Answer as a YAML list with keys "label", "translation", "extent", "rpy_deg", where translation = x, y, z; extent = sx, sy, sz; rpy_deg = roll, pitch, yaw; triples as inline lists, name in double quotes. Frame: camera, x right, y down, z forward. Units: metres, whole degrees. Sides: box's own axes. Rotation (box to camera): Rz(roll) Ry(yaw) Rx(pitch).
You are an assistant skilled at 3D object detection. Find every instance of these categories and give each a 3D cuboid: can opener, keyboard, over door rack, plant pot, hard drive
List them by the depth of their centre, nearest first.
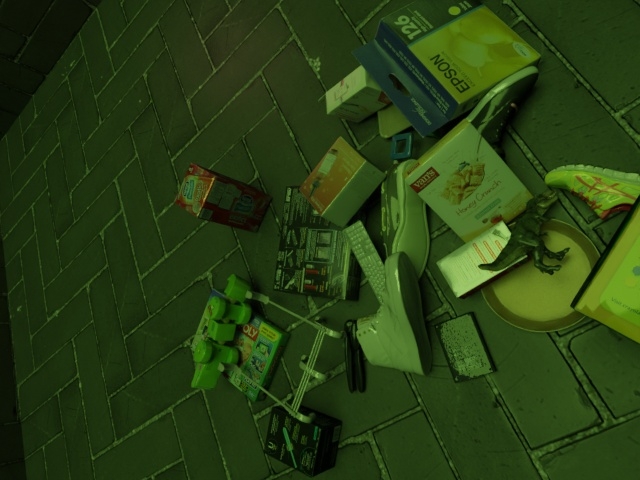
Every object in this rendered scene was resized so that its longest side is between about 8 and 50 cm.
- label: "plant pot"
  translation: [0.454, 0.071, 0.928]
  extent: [0.236, 0.032, 0.237]
  rpy_deg: [-7, 78, 32]
- label: "hard drive"
  translation: [0.321, 0.238, 0.991]
  extent: [0.094, 0.022, 0.135]
  rpy_deg: [-27, 67, 27]
- label: "keyboard"
  translation: [0.135, 0.076, 1.087]
  extent: [0.072, 0.014, 0.256]
  rpy_deg: [-32, 84, 54]
- label: "can opener"
  translation: [0.083, 0.292, 1.122]
  extent: [0.059, 0.073, 0.186]
  rpy_deg: [0, 90, 26]
- label: "over door rack"
  translation: [-0.098, 0.295, 1.181]
  extent: [0.324, 0.108, 0.240]
  rpy_deg: [18, 85, 36]

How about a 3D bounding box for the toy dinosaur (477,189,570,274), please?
- label: "toy dinosaur"
  translation: [0.415, 0.009, 0.864]
  extent: [0.118, 0.064, 0.268]
  rpy_deg: [39, 59, 16]

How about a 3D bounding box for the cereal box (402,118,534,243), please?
- label: "cereal box"
  translation: [0.317, -0.114, 0.948]
  extent: [0.173, 0.240, 0.047]
  rpy_deg: [-42, 21, 22]

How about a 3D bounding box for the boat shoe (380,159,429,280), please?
- label: "boat shoe"
  translation: [0.198, -0.039, 1.082]
  extent: [0.091, 0.109, 0.306]
  rpy_deg: [3, 91, 59]

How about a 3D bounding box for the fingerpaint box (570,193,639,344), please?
- label: "fingerpaint box"
  translation: [0.693, 0.062, 0.663]
  extent: [0.444, 0.163, 0.372]
  rpy_deg: [31, 99, 26]

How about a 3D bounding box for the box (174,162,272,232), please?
- label: "box"
  translation: [-0.283, -0.122, 1.324]
  extent: [0.122, 0.256, 0.128]
  rpy_deg: [30, 98, 32]

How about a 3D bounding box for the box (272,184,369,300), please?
- label: "box"
  translation: [0.000, 0.000, 1.220]
  extent: [0.242, 0.076, 0.308]
  rpy_deg: [2, 82, 34]

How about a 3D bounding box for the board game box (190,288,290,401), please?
- label: "board game box"
  translation: [-0.253, 0.308, 1.351]
  extent: [0.317, 0.046, 0.214]
  rpy_deg: [24, 96, 35]

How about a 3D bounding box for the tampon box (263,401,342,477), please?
- label: "tampon box"
  translation: [-0.046, 0.505, 1.139]
  extent: [0.160, 0.101, 0.121]
  rpy_deg: [8, 85, 35]

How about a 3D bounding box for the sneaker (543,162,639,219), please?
- label: "sneaker"
  translation: [0.545, -0.092, 0.869]
  extent: [0.208, 0.081, 0.094]
  rpy_deg: [17, 93, 35]

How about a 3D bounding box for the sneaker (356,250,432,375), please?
- label: "sneaker"
  translation: [0.147, 0.171, 1.027]
  extent: [0.169, 0.108, 0.293]
  rpy_deg: [-4, 103, 36]

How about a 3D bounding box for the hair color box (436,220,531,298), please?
- label: "hair color box"
  translation: [0.348, 0.044, 0.953]
  extent: [0.167, 0.053, 0.093]
  rpy_deg: [-37, 63, 24]

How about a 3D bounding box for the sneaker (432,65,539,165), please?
- label: "sneaker"
  translation: [0.394, -0.235, 0.991]
  extent: [0.296, 0.104, 0.147]
  rpy_deg: [-45, 65, 22]

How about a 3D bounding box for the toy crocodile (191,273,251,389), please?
- label: "toy crocodile"
  translation: [-0.291, 0.266, 1.290]
  extent: [0.105, 0.115, 0.341]
  rpy_deg: [15, 87, 54]

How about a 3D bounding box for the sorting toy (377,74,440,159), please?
- label: "sorting toy"
  translation: [0.231, -0.377, 1.138]
  extent: [0.195, 0.047, 0.349]
  rpy_deg: [-17, 72, 47]

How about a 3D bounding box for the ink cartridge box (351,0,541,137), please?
- label: "ink cartridge box"
  translation: [0.278, -0.431, 1.024]
  extent: [0.307, 0.072, 0.304]
  rpy_deg: [-30, 70, -9]

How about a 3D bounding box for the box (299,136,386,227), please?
- label: "box"
  translation: [0.052, -0.143, 1.098]
  extent: [0.171, 0.091, 0.130]
  rpy_deg: [-51, 47, 13]

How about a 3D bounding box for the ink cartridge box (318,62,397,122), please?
- label: "ink cartridge box"
  translation: [0.094, -0.375, 1.175]
  extent: [0.198, 0.115, 0.067]
  rpy_deg: [-19, 71, 52]
